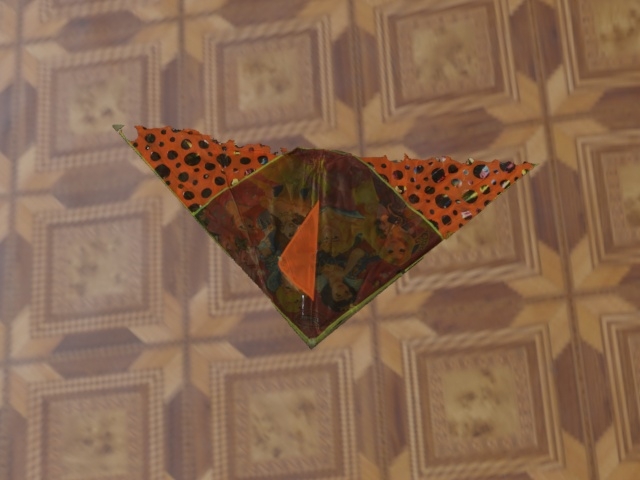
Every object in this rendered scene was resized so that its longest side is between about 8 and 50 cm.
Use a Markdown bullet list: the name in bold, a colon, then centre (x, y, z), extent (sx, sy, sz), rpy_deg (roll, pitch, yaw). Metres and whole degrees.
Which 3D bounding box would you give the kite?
- **kite**: centre (0.000, -0.001, 0.690), extent (0.222, 0.008, 0.125), rpy_deg (5, 57, -1)
